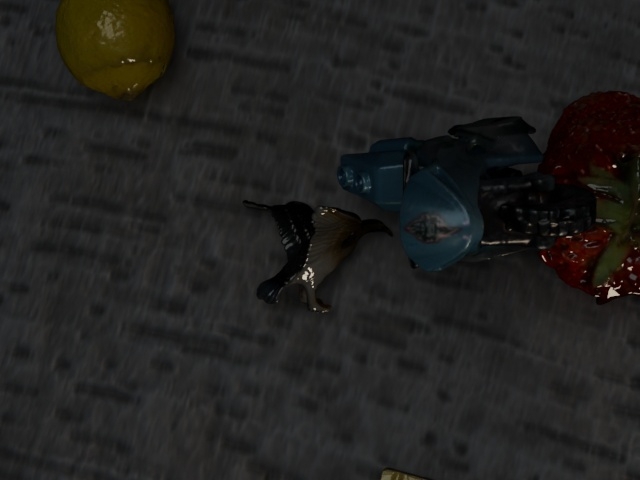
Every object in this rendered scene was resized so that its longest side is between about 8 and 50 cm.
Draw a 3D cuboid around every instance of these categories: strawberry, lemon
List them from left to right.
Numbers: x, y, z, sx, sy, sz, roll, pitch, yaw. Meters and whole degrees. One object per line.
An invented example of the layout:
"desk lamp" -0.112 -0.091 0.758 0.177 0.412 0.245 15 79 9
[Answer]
"lemon" -0.298 -0.309 1.732 0.180 0.180 0.193 17 73 15
"strawberry" 0.399 -0.061 1.527 0.261 0.257 0.261 4 108 11

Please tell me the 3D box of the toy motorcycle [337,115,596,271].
"toy motorcycle" 0.146 -0.064 1.473 0.232 0.416 0.172 -11 109 -24

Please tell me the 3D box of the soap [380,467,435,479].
"soap" 0.095 0.432 1.561 0.092 0.037 0.252 14 82 15

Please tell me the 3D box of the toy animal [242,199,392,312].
"toy animal" 0.001 0.015 1.638 0.272 0.197 0.160 28 104 58
